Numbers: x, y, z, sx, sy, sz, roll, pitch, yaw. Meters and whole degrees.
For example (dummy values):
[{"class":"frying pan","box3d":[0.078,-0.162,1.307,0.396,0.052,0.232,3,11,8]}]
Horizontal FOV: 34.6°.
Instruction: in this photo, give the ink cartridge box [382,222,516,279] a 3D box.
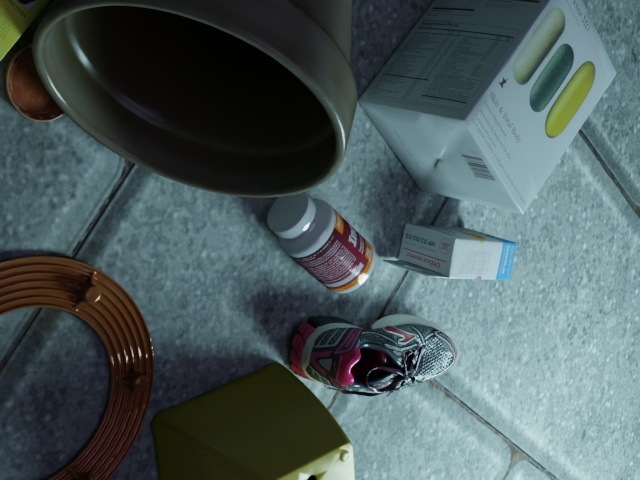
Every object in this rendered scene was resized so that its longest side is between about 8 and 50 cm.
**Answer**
[{"class":"ink cartridge box","box3d":[0.191,0.016,1.517,0.181,0.104,0.062,3,101,-43]}]

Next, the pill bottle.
[{"class":"pill bottle","box3d":[0.000,0.000,1.353,0.152,0.086,0.086,42,74,-42]}]

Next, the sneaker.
[{"class":"sneaker","box3d":[0.094,0.177,1.476,0.299,0.112,0.121,2,102,-43]}]

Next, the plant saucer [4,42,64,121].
[{"class":"plant saucer","box3d":[-0.295,-0.168,1.085,0.083,0.013,0.084,-15,114,-39]}]

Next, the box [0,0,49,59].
[{"class":"box","box3d":[-0.316,-0.236,0.997,0.232,0.087,0.058,-57,134,-15]}]

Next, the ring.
[{"class":"ring","box3d":[-0.327,0.183,1.153,0.336,0.032,0.337,-13,111,-38]}]

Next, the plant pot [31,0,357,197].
[{"class":"plant pot","box3d":[-0.095,-0.244,1.071,0.323,0.323,0.280,43,54,-41]}]

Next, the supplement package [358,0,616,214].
[{"class":"supplement package","box3d":[0.235,-0.212,1.422,0.263,0.198,0.199,-54,131,-16]}]

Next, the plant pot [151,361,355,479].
[{"class":"plant pot","box3d":[-0.068,0.313,1.320,0.212,0.187,0.212,-19,116,-37]}]
